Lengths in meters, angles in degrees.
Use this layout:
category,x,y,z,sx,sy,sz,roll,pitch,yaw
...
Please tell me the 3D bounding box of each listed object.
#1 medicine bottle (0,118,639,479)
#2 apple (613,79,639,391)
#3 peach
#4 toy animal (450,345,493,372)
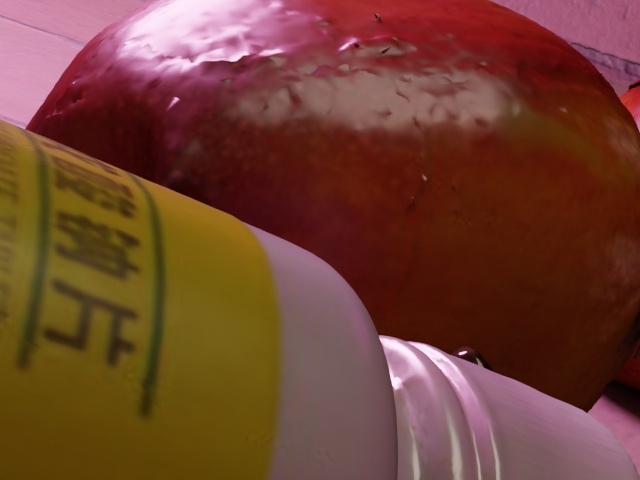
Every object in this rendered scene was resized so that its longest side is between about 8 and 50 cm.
category,x,y,z,sx,sy,sz,roll,pitch,yaw
medicine bottle,-0.105,0.074,0.568,0.378,0.214,0.213,23,11,-25
apple,0.289,-0.003,1.499,0.206,0.252,0.272,18,3,-4
peach,0.001,-0.002,1.061,0.372,0.290,0.373,12,17,-4
toy animal,0.044,0.149,0.828,0.089,0.179,0.188,9,43,-23
